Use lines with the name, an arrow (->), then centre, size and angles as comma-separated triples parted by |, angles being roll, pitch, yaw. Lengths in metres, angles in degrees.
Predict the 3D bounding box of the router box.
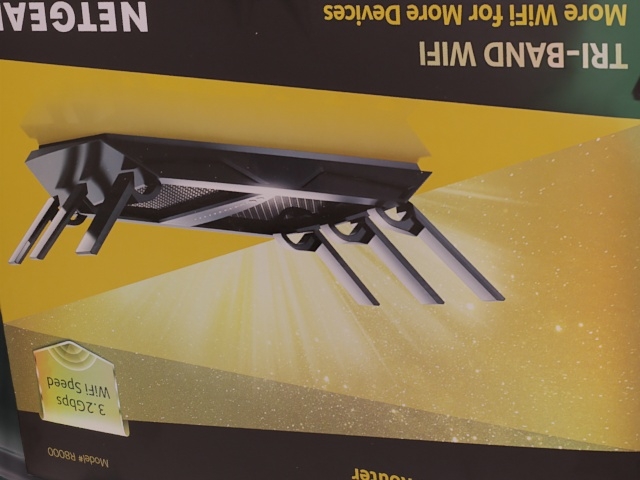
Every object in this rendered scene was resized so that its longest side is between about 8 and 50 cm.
router box -> 0.000, 0.000, 0.566 | 0.308, 0.081, 0.243 | 5, 110, 29
